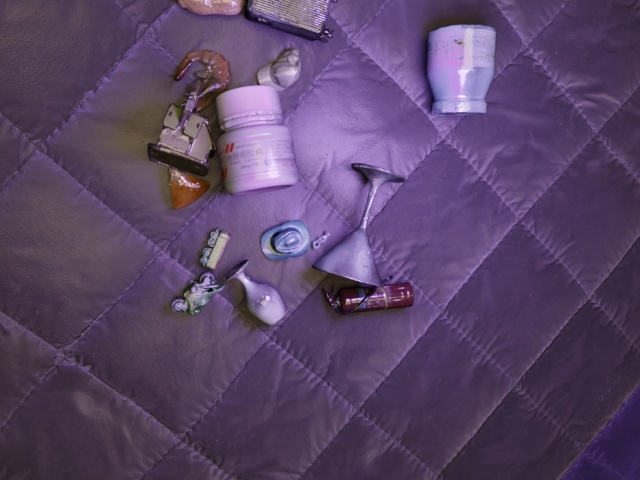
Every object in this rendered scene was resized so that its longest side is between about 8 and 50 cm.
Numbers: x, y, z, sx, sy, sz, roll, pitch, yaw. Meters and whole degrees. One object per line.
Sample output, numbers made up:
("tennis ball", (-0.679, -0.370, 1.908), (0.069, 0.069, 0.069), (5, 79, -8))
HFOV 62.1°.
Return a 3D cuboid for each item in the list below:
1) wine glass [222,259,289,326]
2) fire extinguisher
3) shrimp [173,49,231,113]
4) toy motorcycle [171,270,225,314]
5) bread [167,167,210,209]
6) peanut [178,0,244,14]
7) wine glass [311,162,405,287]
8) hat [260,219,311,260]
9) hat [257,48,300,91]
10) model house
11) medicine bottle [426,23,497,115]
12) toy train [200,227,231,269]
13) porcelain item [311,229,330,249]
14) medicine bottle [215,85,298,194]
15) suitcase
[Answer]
("wine glass", (-0.229, 0.190, 1.906), (0.126, 0.126, 0.241), (-39, 103, -5))
("fire extinguisher", (0.178, 0.208, 2.024), (0.341, 0.105, 0.142), (-4, 62, -12))
("shrimp", (-0.416, -0.540, 1.791), (0.253, 0.058, 0.173), (-37, 98, -7))
("toy motorcycle", (-0.434, 0.198, 1.887), (0.190, 0.074, 0.106), (-44, 115, -5))
("bread", (-0.474, -0.166, 1.828), (0.154, 0.054, 0.136), (23, 103, -24))
("peanut", (-0.359, -0.792, 1.745), (0.214, 0.090, 0.099), (-7, 112, -13))
("wine glass", (0.152, -0.055, 1.901), (0.267, 0.267, 0.406), (16, 91, -15))
("hat", (-0.119, 0.005, 1.927), (0.190, 0.078, 0.138), (-19, 104, -10))
("hat", (-0.139, -0.588, 1.841), (0.166, 0.081, 0.123), (-18, 100, 0))
("model house", (-0.429, -0.376, 1.755), (0.204, 0.218, 0.279), (19, 80, -16))
("medicine bottle", (0.502, -0.598, 1.905), (0.244, 0.245, 0.290), (-4, 100, -13))
("toy train", (-0.377, 0.030, 1.890), (0.070, 0.038, 0.148), (24, 93, -15))
("porcelain item", (0.000, 0.000, 1.981), (0.083, 0.028, 0.036), (-46, 108, -2))
("medicine bottle", (-0.217, -0.325, 1.763), (0.255, 0.256, 0.325), (-9, 93, -12))
("suitcase", (-0.094, -0.800, 1.787), (0.311, 0.128, 0.202), (12, 95, -15))
